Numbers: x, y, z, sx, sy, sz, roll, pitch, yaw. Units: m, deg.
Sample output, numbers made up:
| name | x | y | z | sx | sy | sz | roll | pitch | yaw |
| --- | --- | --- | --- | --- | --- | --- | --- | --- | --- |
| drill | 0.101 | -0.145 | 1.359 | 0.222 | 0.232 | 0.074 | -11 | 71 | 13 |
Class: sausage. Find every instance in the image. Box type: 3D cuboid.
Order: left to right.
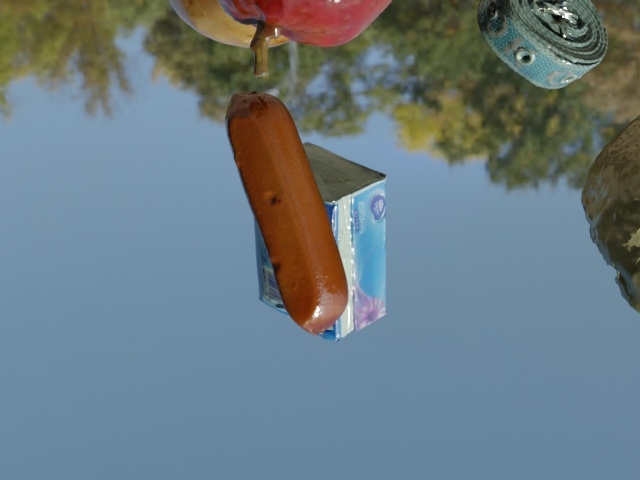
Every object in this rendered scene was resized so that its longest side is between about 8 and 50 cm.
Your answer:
| name | x | y | z | sx | sy | sz | roll | pitch | yaw |
| --- | --- | --- | --- | --- | --- | --- | --- | --- | --- |
| sausage | -0.041 | -0.041 | 1.839 | 0.094 | 0.348 | 0.097 | -18 | -176 | 39 |

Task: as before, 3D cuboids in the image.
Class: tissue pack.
| name | x | y | z | sx | sy | sz | roll | pitch | yaw |
| --- | --- | --- | --- | --- | --- | --- | --- | --- | --- |
| tissue pack | 0.000 | 0.000 | 2.203 | 0.146 | 0.263 | 0.198 | -26 | -142 | -36 |

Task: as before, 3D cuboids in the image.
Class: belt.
| name | x | y | z | sx | sy | sz | roll | pitch | yaw |
| --- | --- | --- | --- | --- | --- | --- | --- | --- | --- |
| belt | 0.278 | -0.267 | 1.690 | 0.163 | 0.147 | 0.082 | -3 | 158 | -36 |

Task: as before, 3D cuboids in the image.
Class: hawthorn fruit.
| name | x | y | z | sx | sy | sz | roll | pitch | yaw |
| --- | --- | --- | --- | --- | --- | --- | --- | --- | --- |
| hawthorn fruit | -0.012 | -0.265 | 1.241 | 0.205 | 0.205 | 0.253 | 8 | -111 | 35 |

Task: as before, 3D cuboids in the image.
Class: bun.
| name | x | y | z | sx | sy | sz | roll | pitch | yaw |
| --- | --- | --- | --- | --- | --- | --- | --- | --- | --- |
| bun | 0.347 | -0.018 | 1.102 | 0.259 | 0.152 | 0.259 | 22 | -136 | -22 |

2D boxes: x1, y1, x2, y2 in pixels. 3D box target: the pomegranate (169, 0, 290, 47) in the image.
| name | x | y | z | sx | sy | sz | roll | pitch | yaw |
| --- | --- | --- | --- | --- | --- | --- | --- | --- | --- |
| pomegranate | -0.093 | -0.360 | 1.689 | 0.270 | 0.229 | 0.252 | -25 | 162 | -52 |
